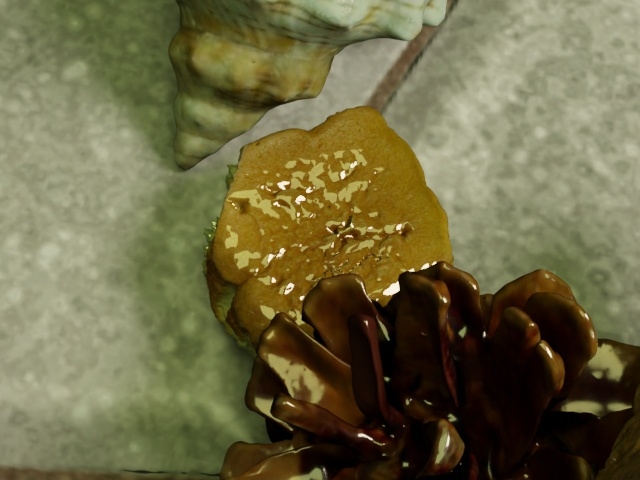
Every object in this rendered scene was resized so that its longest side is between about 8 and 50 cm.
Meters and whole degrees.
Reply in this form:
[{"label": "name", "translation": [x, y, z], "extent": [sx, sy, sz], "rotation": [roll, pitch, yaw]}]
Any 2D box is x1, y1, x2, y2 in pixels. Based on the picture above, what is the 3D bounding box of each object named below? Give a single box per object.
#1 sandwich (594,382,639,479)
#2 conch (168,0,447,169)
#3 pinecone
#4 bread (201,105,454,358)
[{"label": "sandwich", "translation": [0.264, 0.098, 0.837], "extent": [0.254, 0.099, 0.288], "rotation": [35, 54, -11]}, {"label": "conch", "translation": [0.001, -0.219, 1.015], "extent": [0.203, 0.169, 0.386], "rotation": [25, 84, 3]}, {"label": "pinecone", "translation": [0.061, 0.114, 0.874], "extent": [0.229, 0.201, 0.202], "rotation": [-16, 63, 11]}, {"label": "bread", "translation": [0.000, 0.000, 0.982], "extent": [0.140, 0.069, 0.128], "rotation": [-27, 71, -13]}]
